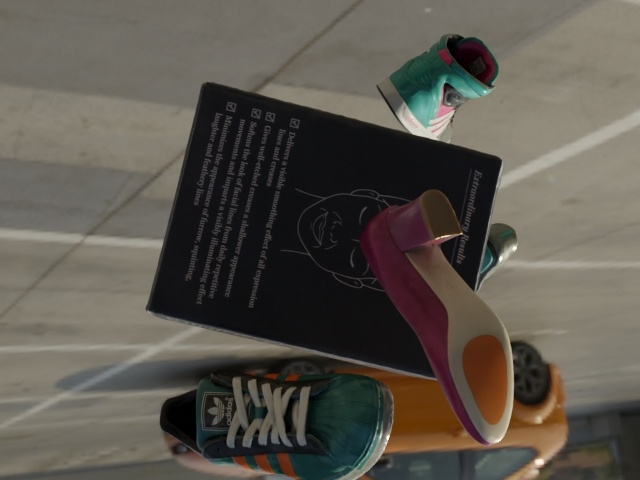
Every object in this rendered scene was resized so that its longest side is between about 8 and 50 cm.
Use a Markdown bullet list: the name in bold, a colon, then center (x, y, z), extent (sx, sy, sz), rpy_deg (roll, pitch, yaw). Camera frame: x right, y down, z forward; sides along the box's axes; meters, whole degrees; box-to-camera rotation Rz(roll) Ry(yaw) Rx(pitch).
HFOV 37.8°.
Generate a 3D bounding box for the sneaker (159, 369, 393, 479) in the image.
- **sneaker**: center (-0.056, 0.183, 0.928), extent (0.121, 0.108, 0.302), rpy_deg (19, 156, -32)

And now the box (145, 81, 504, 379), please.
- **box**: center (0.000, 0.000, 1.231), extent (0.395, 0.294, 0.212), rpy_deg (14, 172, -6)

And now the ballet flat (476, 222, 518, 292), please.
- **ballet flat**: center (0.231, 0.039, 1.397), extent (0.068, 0.072, 0.213), rpy_deg (-28, 167, -28)

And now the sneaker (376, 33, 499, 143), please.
- **sneaker**: center (0.216, -0.252, 1.563), extent (0.178, 0.124, 0.295), rpy_deg (-34, 165, 14)

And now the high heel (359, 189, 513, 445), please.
- **high heel**: center (0.103, 0.080, 0.892), extent (0.082, 0.244, 0.117), rpy_deg (-12, 167, -36)
